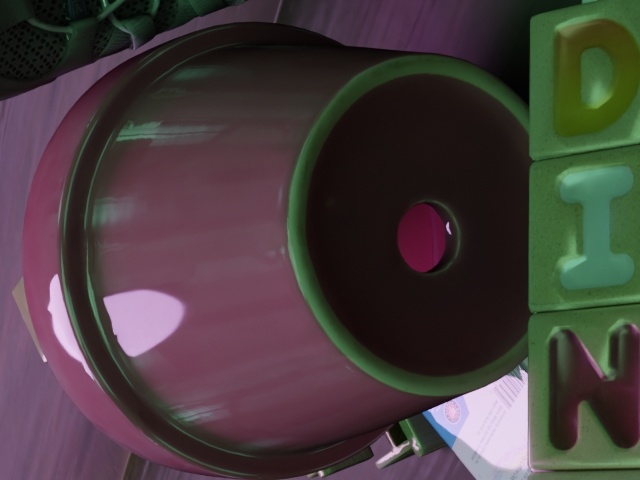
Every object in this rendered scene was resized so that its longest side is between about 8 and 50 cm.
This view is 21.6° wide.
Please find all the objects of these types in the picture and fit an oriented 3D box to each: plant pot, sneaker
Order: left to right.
[{"bbox_3d":[-0.072,-0.141,0.724,0.115,0.281,0.105,4,121,41],"label":"sneaker"},{"bbox_3d":[0.000,0.000,0.693,0.180,0.201,0.201,-9,98,59],"label":"plant pot"}]

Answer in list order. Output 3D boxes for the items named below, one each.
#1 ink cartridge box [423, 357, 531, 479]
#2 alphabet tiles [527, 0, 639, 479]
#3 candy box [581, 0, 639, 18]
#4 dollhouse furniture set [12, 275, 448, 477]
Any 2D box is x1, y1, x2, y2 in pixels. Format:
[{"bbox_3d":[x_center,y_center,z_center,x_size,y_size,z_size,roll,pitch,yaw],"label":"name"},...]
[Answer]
[{"bbox_3d":[0.112,0.088,0.767,0.122,0.052,0.088,51,140,28],"label":"ink cartridge box"},{"bbox_3d":[0.184,0.010,0.519,0.285,0.011,0.342,-8,75,41],"label":"alphabet tiles"},{"bbox_3d":[0.181,0.002,0.623,0.196,0.070,0.165,31,129,41],"label":"candy box"},{"bbox_3d":[-0.024,0.049,0.817,0.161,0.182,0.101,62,143,13],"label":"dollhouse furniture set"}]
